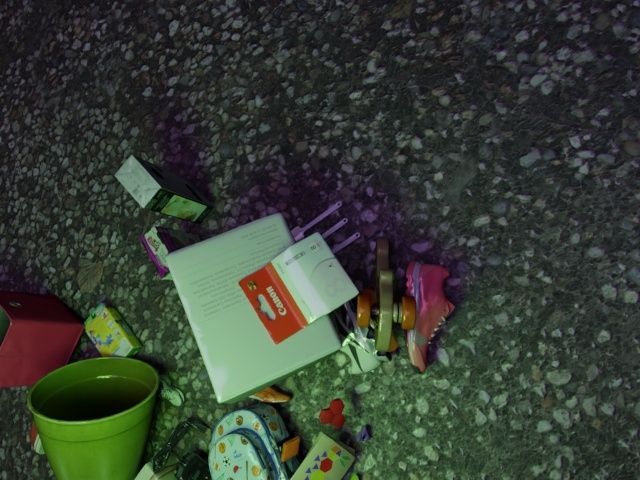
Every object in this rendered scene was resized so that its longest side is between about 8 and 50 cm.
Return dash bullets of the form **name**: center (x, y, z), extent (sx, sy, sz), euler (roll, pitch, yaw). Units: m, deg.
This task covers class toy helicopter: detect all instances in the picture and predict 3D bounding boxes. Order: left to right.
- **toy helicopter**: center (0.172, 0.143, 1.281), extent (0.140, 0.234, 0.354), euler (2, 46, 5)

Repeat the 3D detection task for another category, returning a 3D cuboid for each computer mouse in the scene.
- **computer mouse**: center (-0.385, 0.700, 1.495), extent (0.262, 0.060, 0.184), euler (30, 57, -4)

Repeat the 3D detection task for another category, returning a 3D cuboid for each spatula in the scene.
- **spatula**: center (0.000, 0.000, 1.472), extent (0.242, 0.019, 0.168), euler (-34, 68, 12)

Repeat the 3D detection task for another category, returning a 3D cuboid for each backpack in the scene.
- **backpack**: center (-0.205, 0.627, 1.379), extent (0.277, 0.213, 0.263), euler (-33, 63, 16)

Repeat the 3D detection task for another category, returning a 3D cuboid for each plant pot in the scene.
- **plant pot**: center (-0.703, 0.615, 1.487), extent (0.367, 0.366, 0.352), euler (10, 106, 21)

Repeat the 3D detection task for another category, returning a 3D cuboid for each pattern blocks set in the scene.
- **pattern blocks set**: center (0.006, 0.633, 1.300), extent (0.325, 0.026, 0.285), euler (-42, 108, -17)

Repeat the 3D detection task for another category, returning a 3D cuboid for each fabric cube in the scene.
- **fabric cube**: center (-1.062, 0.344, 1.662), extent (0.254, 0.258, 0.258), euler (27, 93, 33)

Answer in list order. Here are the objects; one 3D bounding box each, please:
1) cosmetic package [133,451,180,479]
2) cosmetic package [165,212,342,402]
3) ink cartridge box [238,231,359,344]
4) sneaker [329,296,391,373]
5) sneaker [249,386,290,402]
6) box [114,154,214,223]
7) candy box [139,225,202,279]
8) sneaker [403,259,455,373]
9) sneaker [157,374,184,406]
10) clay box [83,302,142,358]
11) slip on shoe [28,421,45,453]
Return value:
- **cosmetic package**: center (-0.442, 0.829, 1.462), extent (0.296, 0.153, 0.129), euler (37, 95, 18)
- **cosmetic package**: center (-0.182, 0.197, 1.292), extent (0.328, 0.329, 0.393), euler (-22, 74, -13)
- **ink cartridge box**: center (-0.053, 0.112, 1.135), extent (0.233, 0.066, 0.189), euler (-29, 76, -20)
- **sneaker**: center (0.061, 0.235, 1.364), extent (0.146, 0.122, 0.330), euler (-32, 74, 12)
- **sneaker**: center (-0.174, 0.466, 1.455), extent (0.175, 0.064, 0.067), euler (9, 74, 17)
- **box**: center (-0.497, -0.158, 1.522), extent (0.169, 0.290, 0.087), euler (44, 98, 21)
- **candy box**: center (-0.448, 0.047, 1.510), extent (0.071, 0.233, 0.159), euler (-37, 74, 12)
- **sneaker**: center (0.300, 0.211, 1.286), extent (0.136, 0.116, 0.313), euler (0, 86, 15)
- **sneaker**: center (-0.517, 0.512, 1.574), extent (0.135, 0.058, 0.052), euler (37, 97, 19)
- **clay box**: center (-0.751, 0.341, 1.681), extent (0.127, 0.053, 0.222), euler (-47, 70, 11)
- **slip on shoe**: center (-0.973, 0.610, 1.700), extent (0.101, 0.123, 0.330), euler (27, 98, 24)
